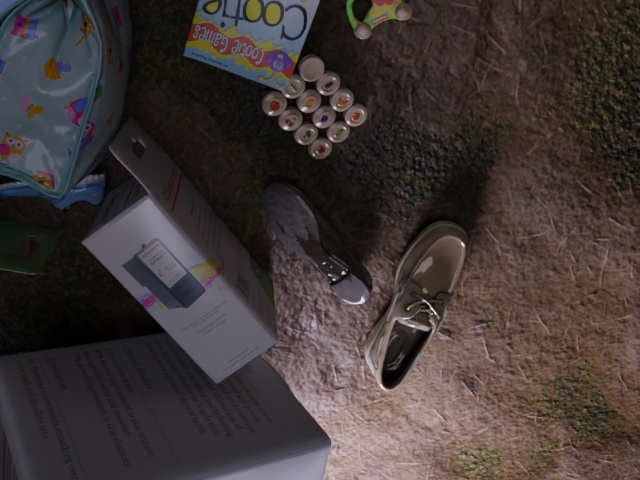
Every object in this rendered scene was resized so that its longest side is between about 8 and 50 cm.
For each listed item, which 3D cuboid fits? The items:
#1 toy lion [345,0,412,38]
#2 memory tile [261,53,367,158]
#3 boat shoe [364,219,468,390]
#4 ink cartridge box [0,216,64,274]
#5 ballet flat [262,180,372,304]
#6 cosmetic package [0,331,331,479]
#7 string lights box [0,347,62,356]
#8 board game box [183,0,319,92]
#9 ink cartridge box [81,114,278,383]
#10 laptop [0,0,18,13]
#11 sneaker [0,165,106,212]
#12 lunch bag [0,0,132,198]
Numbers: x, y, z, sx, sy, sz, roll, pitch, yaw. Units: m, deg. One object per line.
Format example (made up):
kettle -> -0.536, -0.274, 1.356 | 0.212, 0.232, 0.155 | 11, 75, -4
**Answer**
toy lion -> 0.079, -0.346, 0.978 | 0.100, 0.034, 0.096 | -24, 107, 6
memory tile -> -0.006, -0.193, 1.021 | 0.113, 0.012, 0.148 | -41, 129, 11
boat shoe -> 0.164, 0.112, 1.149 | 0.109, 0.098, 0.302 | 21, 110, -14
ink cartridge box -> -0.501, -0.026, 0.983 | 0.235, 0.171, 0.056 | 8, 112, -9
ballet flat -> 0.000, 0.000, 1.114 | 0.084, 0.058, 0.250 | -32, 109, 32
cosmetic package -> -0.252, 0.359, 1.022 | 0.393, 0.329, 0.327 | -4, 117, -32
string lights box -> -0.464, 0.256, 1.163 | 0.259, 0.077, 0.133 | -2, 114, -5
board game box -> -0.062, -0.356, 0.883 | 0.144, 0.142, 0.275 | 17, 117, -13
ink cartridge box -> -0.213, 0.009, 1.007 | 0.119, 0.207, 0.353 | -34, 112, 8
laptop -> -0.464, -0.461, 0.754 | 0.382, 0.408, 0.236 | -38, 79, 6
sneaker -> -0.401, -0.070, 1.034 | 0.162, 0.063, 0.073 | -2, 117, -5
lunch bag -> -0.327, -0.217, 0.886 | 0.160, 0.223, 0.262 | 19, 110, -7
